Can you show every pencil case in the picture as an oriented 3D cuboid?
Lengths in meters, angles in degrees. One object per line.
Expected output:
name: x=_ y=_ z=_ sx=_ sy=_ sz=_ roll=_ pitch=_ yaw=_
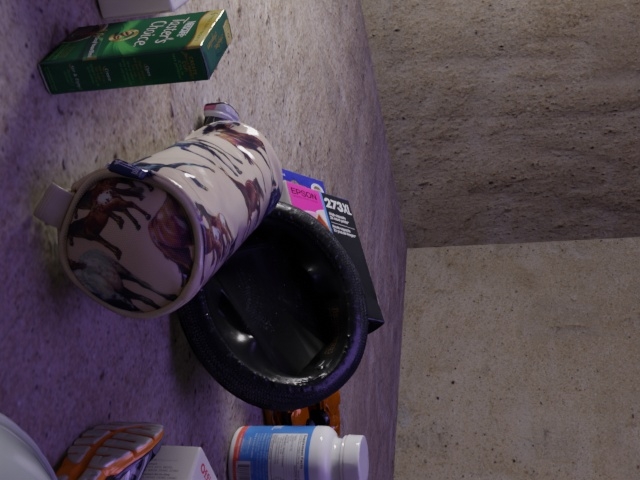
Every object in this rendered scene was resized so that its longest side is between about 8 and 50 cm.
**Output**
pencil case: x=-0.168 y=-0.051 z=0.966 sx=0.183 sy=0.160 sz=0.410 roll=42 pitch=18 yaw=-3

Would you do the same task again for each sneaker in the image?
sneaker: x=-0.234 y=0.264 z=0.823 sx=0.215 sy=0.084 sz=0.083 roll=-42 pitch=128 yaw=-60
sneaker: x=-0.156 y=-0.155 z=1.299 sx=0.178 sy=0.072 sz=0.077 roll=46 pitch=54 yaw=-58

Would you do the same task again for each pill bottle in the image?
pill bottle: x=-0.034 y=0.377 z=1.320 sx=0.124 sy=0.221 sz=0.124 roll=-3 pitch=90 yaw=-77

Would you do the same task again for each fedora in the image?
fedora: x=-0.091 y=0.108 z=1.217 sx=0.152 sy=0.334 sz=0.334 roll=137 pitch=-39 yaw=-58

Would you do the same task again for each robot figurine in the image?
robot figurine: x=-0.041 y=0.279 z=1.531 sx=0.211 sy=0.085 sz=0.291 roll=-22 pitch=111 yaw=-44

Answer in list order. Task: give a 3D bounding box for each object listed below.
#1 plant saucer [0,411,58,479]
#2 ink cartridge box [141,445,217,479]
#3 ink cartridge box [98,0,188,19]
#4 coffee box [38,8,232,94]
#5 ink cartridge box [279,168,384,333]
plant saucer: x=-0.267 y=0.305 z=0.520 sx=0.400 sy=0.100 sz=0.400 roll=-1 pitch=90 yaw=-70
ink cartridge box: x=-0.189 y=0.378 z=0.961 sx=0.203 sy=0.086 sz=0.148 roll=-77 pitch=159 yaw=-48
ink cartridge box: x=-0.213 y=-0.402 z=1.004 sx=0.237 sy=0.100 sz=0.172 roll=-70 pitch=154 yaw=-58
coffee box: x=-0.197 y=-0.207 z=0.848 sx=0.113 sy=0.184 sz=0.040 roll=-75 pitch=158 yaw=-53
ink cartridge box: x=0.000 y=0.000 z=1.509 sx=0.175 sy=0.069 sz=0.371 roll=14 pitch=47 yaw=-41
